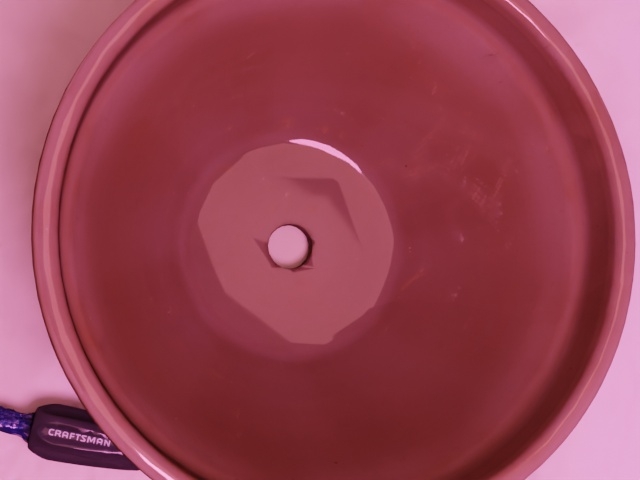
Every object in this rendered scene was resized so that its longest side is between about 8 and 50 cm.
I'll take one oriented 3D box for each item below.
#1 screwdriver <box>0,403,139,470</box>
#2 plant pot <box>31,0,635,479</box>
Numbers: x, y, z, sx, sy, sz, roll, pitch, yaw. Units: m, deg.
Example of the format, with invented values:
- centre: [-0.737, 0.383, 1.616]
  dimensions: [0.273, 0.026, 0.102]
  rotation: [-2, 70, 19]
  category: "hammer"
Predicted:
- centre: [-0.153, 0.068, 0.525]
  dimensions: [0.170, 0.024, 0.025]
  rotation: [17, 111, -12]
  category: "screwdriver"
- centre: [0.000, 0.000, 0.526]
  dimensions: [0.237, 0.110, 0.237]
  rotation: [1, 85, -14]
  category: "plant pot"
